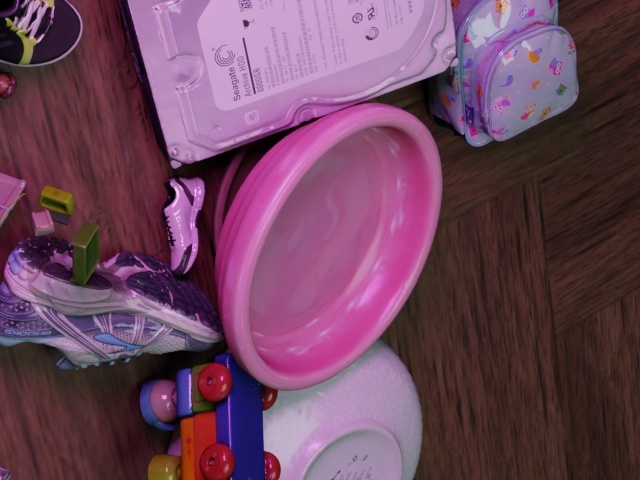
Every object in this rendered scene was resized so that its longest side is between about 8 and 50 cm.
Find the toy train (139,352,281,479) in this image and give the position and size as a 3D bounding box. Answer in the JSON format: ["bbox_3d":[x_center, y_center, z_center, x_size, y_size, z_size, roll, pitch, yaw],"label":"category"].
[{"bbox_3d":[-0.127,0.256,1.837,0.105,0.143,0.248,19,63,-53],"label":"toy train"}]

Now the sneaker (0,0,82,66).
[{"bbox_3d":[-0.299,-0.209,1.545,0.234,0.097,0.084,17,94,-48],"label":"sneaker"}]

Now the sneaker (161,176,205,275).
[{"bbox_3d":[-0.155,-0.016,1.825,0.043,0.040,0.109,8,83,-31],"label":"sneaker"}]

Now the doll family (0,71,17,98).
[{"bbox_3d":[-0.350,-0.106,1.618,0.111,0.076,0.193,15,96,-36],"label":"doll family"}]

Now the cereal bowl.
[{"bbox_3d":[-0.007,0.262,2.001,0.339,0.141,0.339,-15,117,-32],"label":"cereal bowl"}]

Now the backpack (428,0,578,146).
[{"bbox_3d":[0.207,-0.218,1.957,0.166,0.144,0.188,-26,120,-20],"label":"backpack"}]

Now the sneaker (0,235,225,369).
[{"bbox_3d":[-0.229,0.080,1.793,0.283,0.110,0.122,18,116,-39],"label":"sneaker"}]

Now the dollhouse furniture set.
[{"bbox_3d":[-0.292,-0.014,1.669,0.058,0.151,0.076,101,11,-50],"label":"dollhouse furniture set"}]

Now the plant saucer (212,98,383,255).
[{"bbox_3d":[-0.012,-0.044,1.929,0.278,0.041,0.278,-17,119,-32],"label":"plant saucer"}]

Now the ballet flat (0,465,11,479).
[{"bbox_3d":[-0.375,0.285,1.799,0.041,0.041,0.114,33,87,-42],"label":"ballet flat"}]

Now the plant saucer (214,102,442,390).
[{"bbox_3d":[0.000,0.000,1.836,0.332,0.084,0.332,-32,136,-37],"label":"plant saucer"}]

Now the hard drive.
[{"bbox_3d":[-0.029,-0.232,1.744,0.339,0.064,0.237,-20,129,-11],"label":"hard drive"}]
